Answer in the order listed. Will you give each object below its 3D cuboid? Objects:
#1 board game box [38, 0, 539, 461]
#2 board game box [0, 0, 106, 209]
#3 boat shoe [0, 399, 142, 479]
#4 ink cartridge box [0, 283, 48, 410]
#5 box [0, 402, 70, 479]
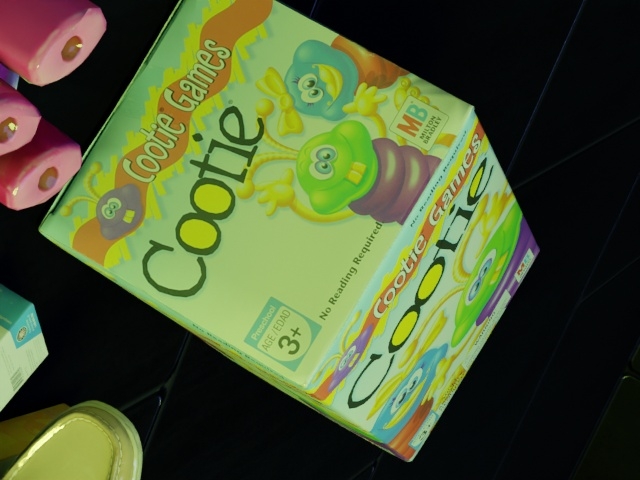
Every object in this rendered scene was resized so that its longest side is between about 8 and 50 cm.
[{"bbox_3d":[0.000,0.000,0.950,0.144,0.142,0.275,-59,163,-4],"label":"board game box"},{"bbox_3d":[-0.154,-0.132,0.332,0.390,0.050,0.390,-22,137,-49],"label":"board game box"},{"bbox_3d":[-0.137,0.146,0.848,0.170,0.063,0.059,-59,168,0],"label":"boat shoe"},{"bbox_3d":[-0.153,0.061,0.814,0.083,0.028,0.048,-52,161,-25],"label":"ink cartridge box"},{"bbox_3d":[-0.159,0.125,0.904,0.081,0.028,0.136,-64,164,14],"label":"box"}]
